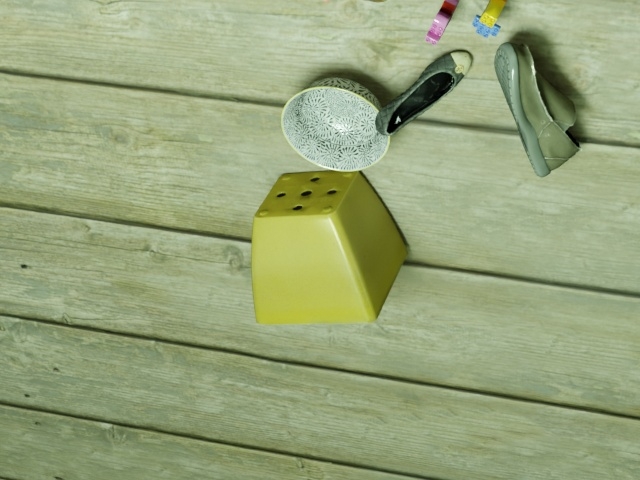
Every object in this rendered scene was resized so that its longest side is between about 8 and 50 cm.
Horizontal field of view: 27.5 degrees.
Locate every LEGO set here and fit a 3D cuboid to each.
[{"bbox_3d":[0.211,-0.319,1.746,0.087,0.093,0.227,27,150,2],"label":"LEGO set"}]

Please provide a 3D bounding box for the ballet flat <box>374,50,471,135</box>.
[{"bbox_3d":[0.154,-0.210,1.907,0.173,0.049,0.057,-40,124,5],"label":"ballet flat"}]

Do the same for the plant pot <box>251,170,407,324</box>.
[{"bbox_3d":[0.000,0.000,2.145,0.212,0.212,0.187,-2,121,23],"label":"plant pot"}]

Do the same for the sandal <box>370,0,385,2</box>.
[{"bbox_3d":[0.060,-0.364,1.704,0.303,0.120,0.086,9,155,21],"label":"sandal"}]

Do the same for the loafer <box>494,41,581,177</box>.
[{"bbox_3d":[0.318,-0.199,1.894,0.087,0.094,0.251,-22,139,7],"label":"loafer"}]

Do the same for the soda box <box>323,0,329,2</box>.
[{"bbox_3d":[0.034,-0.409,1.779,0.063,0.058,0.183,31,137,-13],"label":"soda box"}]

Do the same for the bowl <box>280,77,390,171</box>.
[{"bbox_3d":[0.031,-0.193,1.999,0.170,0.080,0.170,11,139,10],"label":"bowl"}]
